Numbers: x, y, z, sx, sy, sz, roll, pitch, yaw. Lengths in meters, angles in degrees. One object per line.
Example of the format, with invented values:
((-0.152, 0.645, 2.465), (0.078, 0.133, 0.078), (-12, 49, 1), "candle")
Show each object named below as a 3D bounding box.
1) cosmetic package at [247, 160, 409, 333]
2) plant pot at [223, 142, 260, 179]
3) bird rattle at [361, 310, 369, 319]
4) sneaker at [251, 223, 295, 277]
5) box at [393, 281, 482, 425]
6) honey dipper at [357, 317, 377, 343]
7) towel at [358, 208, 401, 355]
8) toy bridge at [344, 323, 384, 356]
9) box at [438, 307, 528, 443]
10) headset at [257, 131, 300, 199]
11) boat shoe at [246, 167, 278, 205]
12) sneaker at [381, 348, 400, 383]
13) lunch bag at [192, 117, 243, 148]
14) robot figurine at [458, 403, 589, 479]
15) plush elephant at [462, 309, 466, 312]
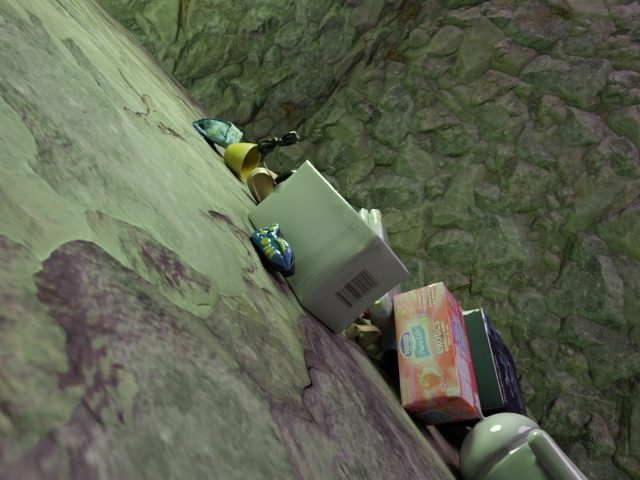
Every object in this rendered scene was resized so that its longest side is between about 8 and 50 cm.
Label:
((0.000, 0.000, 1.091), (0.156, 0.217, 0.385), (46, 6, -40), "cosmetic package")
((-0.294, -0.301, 1.700), (0.095, 0.134, 0.134), (25, -3, 12), "plant pot")
((0.232, 0.331, 1.642), (0.207, 0.143, 0.253), (60, -11, -1), "bird rattle")
((-0.096, 0.021, 0.973), (0.188, 0.067, 0.078), (-130, -161, -60), "sneaker")
((0.281, 0.276, 1.149), (0.154, 0.142, 0.300), (46, 34, -41), "box")
((0.150, 0.282, 1.489), (0.160, 0.030, 0.030), (48, 2, 21), "honey dipper")
((0.179, 0.131, 1.392), (0.320, 0.090, 0.374), (64, 19, -44), "towel")
((0.125, 0.247, 1.192), (0.026, 0.063, 0.188), (51, 3, 38), "toy bridge")
((0.476, 0.439, 1.440), (0.395, 0.212, 0.293), (45, 34, -43), "box")
((-0.070, -0.129, 1.404), (0.243, 0.185, 0.394), (-77, 145, -53), "headset")
((-0.118, -0.103, 1.582), (0.341, 0.121, 0.110), (49, 2, -16), "boat shoe")
((0.249, 0.376, 1.258), (0.209, 0.069, 0.082), (46, -8, 17), "sneaker")
((-0.391, -0.403, 1.762), (0.151, 0.096, 0.129), (20, -3, 11), "lunch bag")
((0.424, 0.504, 0.944), (0.353, 0.200, 0.300), (51, -35, 39), "robot figurine")
((0.515, 0.418, 1.816), (0.272, 0.330, 0.255), (54, -28, -3), "plush elephant")
